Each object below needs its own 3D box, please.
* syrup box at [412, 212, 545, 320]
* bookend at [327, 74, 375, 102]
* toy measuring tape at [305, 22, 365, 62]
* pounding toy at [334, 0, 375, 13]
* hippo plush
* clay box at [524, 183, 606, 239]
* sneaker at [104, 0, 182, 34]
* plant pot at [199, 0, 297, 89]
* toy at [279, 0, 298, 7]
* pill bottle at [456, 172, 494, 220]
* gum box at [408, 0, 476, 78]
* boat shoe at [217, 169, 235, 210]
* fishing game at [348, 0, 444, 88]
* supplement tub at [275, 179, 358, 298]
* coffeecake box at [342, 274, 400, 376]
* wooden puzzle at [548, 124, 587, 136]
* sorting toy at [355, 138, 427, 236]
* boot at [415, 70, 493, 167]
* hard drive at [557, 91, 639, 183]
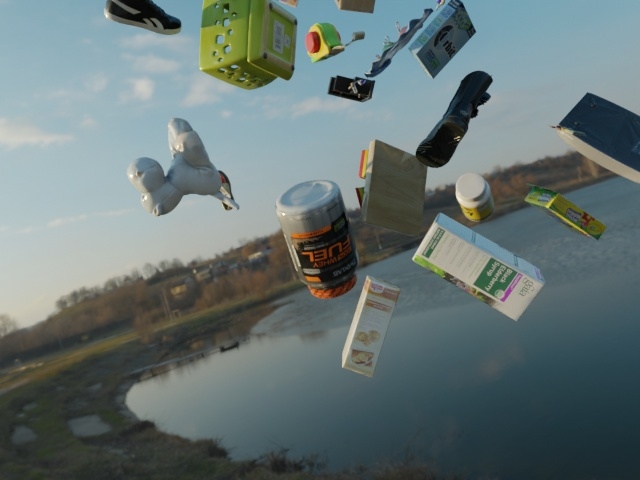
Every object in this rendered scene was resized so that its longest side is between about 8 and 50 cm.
[{"bbox_3d":[0.313,0.049,1.035,0.093,0.236,0.096,-62,-9,22],"label":"syrup box"},{"bbox_3d":[0.120,-0.607,2.063,0.156,0.073,0.157,11,8,-10],"label":"bookend"},{"bbox_3d":[0.036,-0.668,1.695,0.121,0.122,0.330,-17,11,-24],"label":"toy measuring tape"},{"bbox_3d":[0.096,-0.608,1.157,0.094,0.181,0.206,2,36,-9],"label":"pounding toy"},{"bbox_3d":[-0.433,-0.187,1.535,0.236,0.294,0.234,-32,33,-10],"label":"hippo plush"},{"bbox_3d":[0.690,-0.085,1.493,0.053,0.221,0.127,-60,14,7],"label":"clay box"},{"bbox_3d":[-0.457,-0.632,1.393,0.216,0.079,0.121,-8,-40,-44],"label":"sneaker"},{"bbox_3d":[-0.198,-0.583,1.520,0.207,0.229,0.227,6,2,31],"label":"plant pot"},{"bbox_3d":[-0.094,-0.697,1.241,0.056,0.136,0.237,-66,-2,-54],"label":"toy"},{"bbox_3d":[0.551,-0.156,1.859,0.119,0.119,0.208,-19,-25,18],"label":"pill bottle"},{"bbox_3d":[0.362,-0.591,1.534,0.184,0.041,0.157,-47,-30,13],"label":"gum box"},{"bbox_3d":[-0.321,-0.165,1.721,0.049,0.137,0.043,-10,16,24],"label":"boat shoe"},{"bbox_3d":[0.154,-0.408,1.064,0.264,0.041,0.189,-43,3,16],"label":"fishing game"},{"bbox_3d":[0.000,0.000,1.615,0.206,0.338,0.207,-13,30,8],"label":"supplement tub"},{"bbox_3d":[0.104,0.175,1.101,0.068,0.186,0.142,17,1,3],"label":"coffeecake box"},{"bbox_3d":[0.505,-0.222,1.052,0.083,0.006,0.049,0,26,-32],"label":"wooden puzzle"},{"bbox_3d":[0.217,-0.159,1.662,0.257,0.256,0.089,13,-8,-40],"label":"sorting toy"},{"bbox_3d":[0.373,-0.332,1.439,0.207,0.094,0.246,-57,-1,-22],"label":"boot"},{"bbox_3d":[0.723,-0.247,1.269,0.172,0.254,0.054,-43,-22,-22],"label":"hard drive"}]
